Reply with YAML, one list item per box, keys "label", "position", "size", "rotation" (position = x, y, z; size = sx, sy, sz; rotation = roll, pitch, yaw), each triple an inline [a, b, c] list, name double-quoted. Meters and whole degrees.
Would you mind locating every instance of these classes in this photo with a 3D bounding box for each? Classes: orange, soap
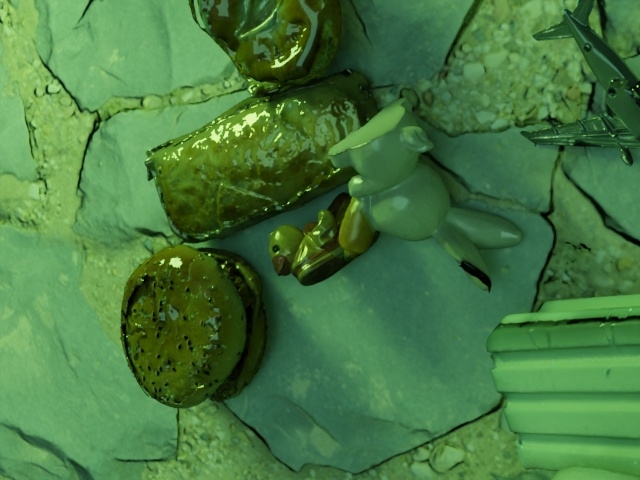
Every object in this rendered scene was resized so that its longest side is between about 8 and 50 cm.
- label: "orange"
  position: [-0.047, -0.231, 1.194]
  size: [0.160, 0.112, 0.170]
  rotation: [14, 122, 20]
- label: "soap"
  position: [0.266, 0.123, 1.038]
  size: [0.261, 0.094, 0.150]
  rotation: [-10, 98, 60]

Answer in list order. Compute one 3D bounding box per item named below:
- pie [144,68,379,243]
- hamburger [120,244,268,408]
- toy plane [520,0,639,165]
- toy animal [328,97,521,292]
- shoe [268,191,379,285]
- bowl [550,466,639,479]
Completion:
- label: "pie"
  position: [-0.067, -0.084, 1.250]
  size: [0.282, 0.068, 0.129]
  rotation: [-20, 92, 30]
- label: "hamburger"
  position: [-0.144, 0.096, 1.289]
  size: [0.185, 0.113, 0.177]
  rotation: [-29, 86, 26]
- label: "toy plane"
  position: [0.282, -0.124, 1.075]
  size: [0.226, 0.058, 0.226]
  rotation: [-39, 79, 42]
- label: "toy animal"
  position: [0.090, -0.030, 1.153]
  size: [0.127, 0.131, 0.182]
  rotation: [9, 137, 56]
- label: "shoe"
  position: [0.002, 0.000, 1.225]
  size: [0.109, 0.072, 0.069]
  rotation: [-34, 68, 8]
- label: "bowl"
  position: [0.262, 0.314, 1.018]
  size: [0.434, 0.435, 0.196]
  rotation: [11, 70, 25]
